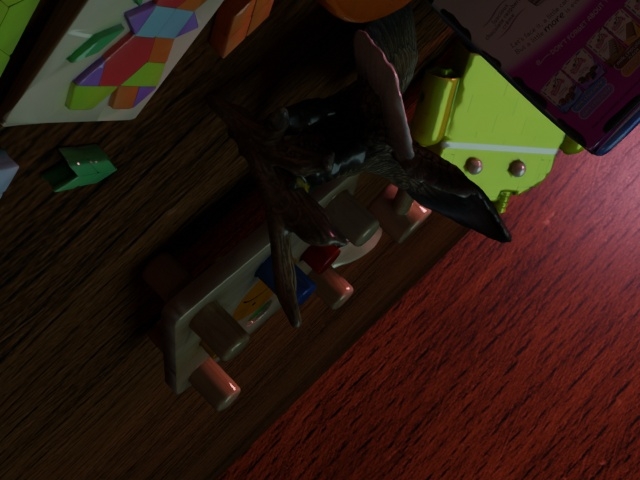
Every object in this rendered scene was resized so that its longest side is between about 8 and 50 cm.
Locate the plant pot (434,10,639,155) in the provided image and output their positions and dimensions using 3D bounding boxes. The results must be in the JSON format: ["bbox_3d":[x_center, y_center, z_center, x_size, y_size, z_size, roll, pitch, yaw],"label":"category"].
[{"bbox_3d":[0.281,-0.251,1.067,0.236,0.236,0.212,-49,174,18],"label":"plant pot"}]

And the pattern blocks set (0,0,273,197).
[{"bbox_3d":[-0.101,-0.136,0.614,0.285,0.026,0.325,-30,162,-52],"label":"pattern blocks set"}]

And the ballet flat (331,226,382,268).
[{"bbox_3d":[0.000,0.000,1.363,0.248,0.086,0.086,-34,165,-41],"label":"ballet flat"}]

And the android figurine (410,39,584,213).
[{"bbox_3d":[0.229,-0.154,1.304,0.248,0.056,0.272,3,121,-21],"label":"android figurine"}]

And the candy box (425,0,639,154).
[{"bbox_3d":[0.207,-0.210,0.914,0.159,0.233,0.071,-46,169,11],"label":"candy box"}]

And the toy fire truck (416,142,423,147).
[{"bbox_3d":[0.274,-0.198,1.506,0.246,0.158,0.217,-28,162,-24],"label":"toy fire truck"}]

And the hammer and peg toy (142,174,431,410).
[{"bbox_3d":[-0.030,0.008,1.141,0.361,0.127,0.266,-41,166,-21],"label":"hammer and peg toy"}]

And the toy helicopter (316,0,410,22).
[{"bbox_3d":[0.029,-0.263,0.359,0.235,0.140,0.355,-39,154,-8],"label":"toy helicopter"}]

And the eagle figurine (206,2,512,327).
[{"bbox_3d":[0.047,-0.090,0.898,0.298,0.225,0.226,-17,128,-43],"label":"eagle figurine"}]
